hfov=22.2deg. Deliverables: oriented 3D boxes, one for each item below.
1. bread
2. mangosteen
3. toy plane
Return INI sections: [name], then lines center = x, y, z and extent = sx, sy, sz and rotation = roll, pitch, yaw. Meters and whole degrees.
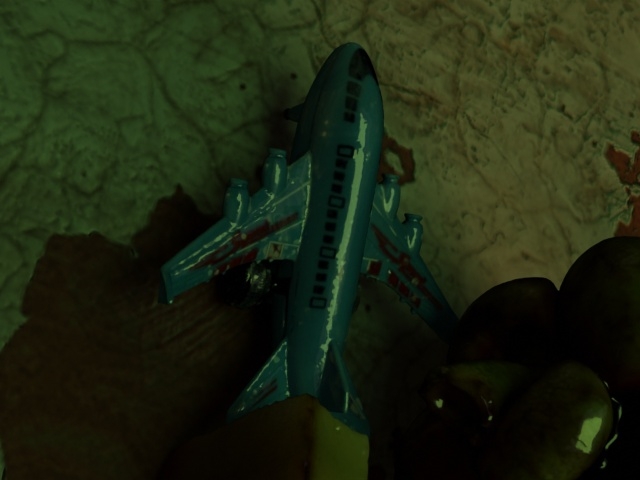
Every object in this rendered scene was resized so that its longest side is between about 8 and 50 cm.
[bread]
center = -0.048, 0.277, 0.965
extent = 0.077, 0.138, 0.361
rotation = 33, 47, -35
[mangosteen]
center = 0.203, 0.155, 1.132
extent = 0.347, 0.307, 0.307
rotation = 41, 62, -27
[toy plane]
center = 0.000, 0.000, 1.120
extent = 0.254, 0.105, 0.271
rotation = 11, 77, -36
